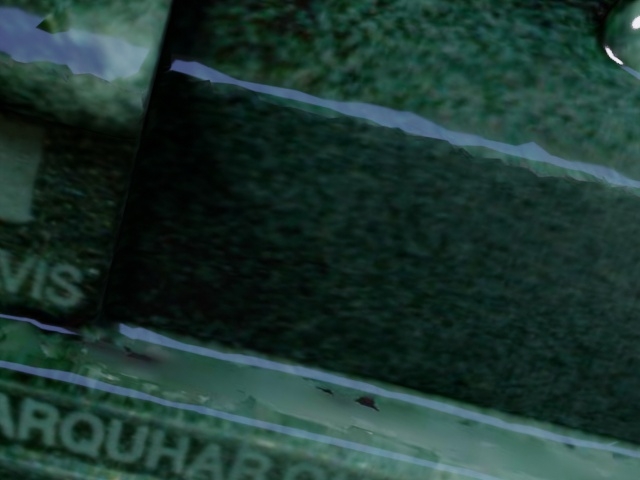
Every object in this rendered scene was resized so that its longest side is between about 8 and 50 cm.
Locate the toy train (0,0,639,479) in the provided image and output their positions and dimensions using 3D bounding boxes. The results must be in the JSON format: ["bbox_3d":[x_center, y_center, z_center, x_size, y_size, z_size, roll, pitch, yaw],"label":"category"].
[{"bbox_3d":[0.000,0.000,0.460,0.330,0.178,0.138,13,45,-5],"label":"toy train"}]
